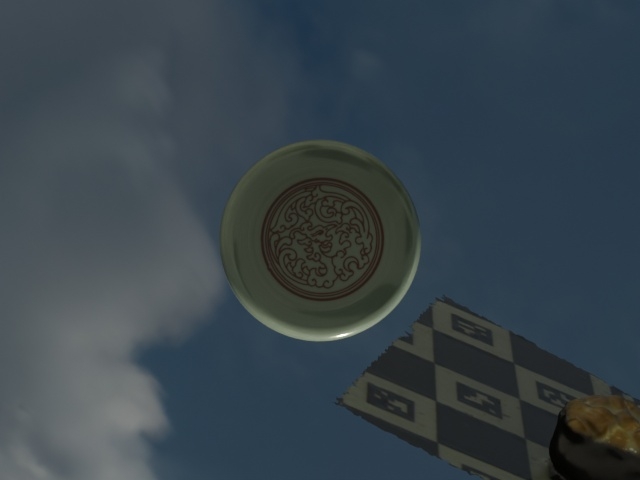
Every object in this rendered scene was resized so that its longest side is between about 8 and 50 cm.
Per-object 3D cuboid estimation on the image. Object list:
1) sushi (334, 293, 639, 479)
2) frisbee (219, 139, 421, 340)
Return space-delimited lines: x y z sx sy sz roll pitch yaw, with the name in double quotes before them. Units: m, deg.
"sushi" 0.162 0.093 0.831 0.279 0.192 0.043 28 -71 9
"frisbee" 0.000 0.000 1.028 0.110 0.014 0.110 0 -92 -4
